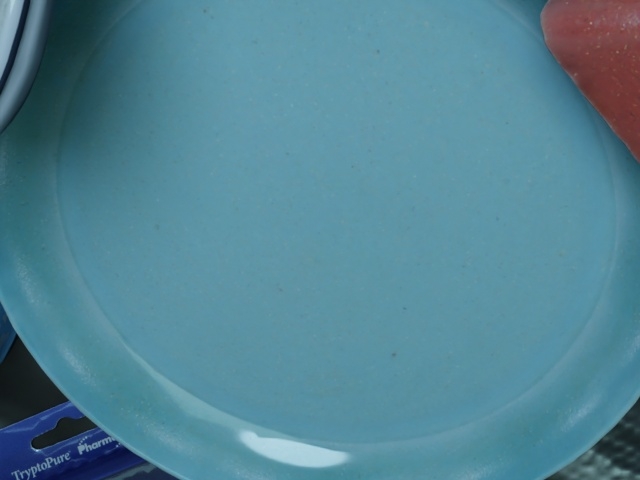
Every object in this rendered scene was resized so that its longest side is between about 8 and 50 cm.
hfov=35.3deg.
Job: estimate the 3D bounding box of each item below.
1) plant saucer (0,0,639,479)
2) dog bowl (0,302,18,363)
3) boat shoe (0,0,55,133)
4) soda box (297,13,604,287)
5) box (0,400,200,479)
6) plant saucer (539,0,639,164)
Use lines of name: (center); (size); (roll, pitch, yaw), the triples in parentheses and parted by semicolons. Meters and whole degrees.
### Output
plant saucer: (0.000, 0.000, 0.460); (0.318, 0.043, 0.317); (5, 122, 9)
dog bowl: (-0.283, -0.014, 0.482); (0.166, 0.074, 0.297); (-44, 106, 8)
boat shoe: (-0.143, -0.182, 0.224); (0.136, 0.156, 0.367); (-4, 106, -4)
soda box: (0.092, -0.072, 0.466); (0.216, 0.069, 0.074); (-38, 107, 28)
box: (-0.105, 0.196, 0.580); (0.136, 0.036, 0.225); (-23, 106, 2)
plant saucer: (0.250, -0.081, 0.400); (0.259, 0.048, 0.258); (46, 77, -18)
